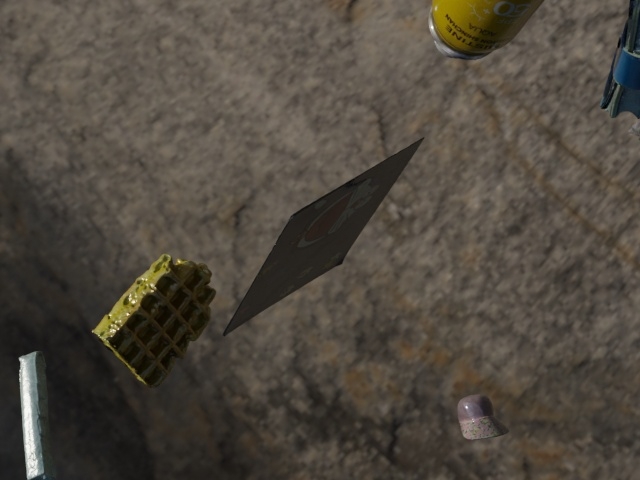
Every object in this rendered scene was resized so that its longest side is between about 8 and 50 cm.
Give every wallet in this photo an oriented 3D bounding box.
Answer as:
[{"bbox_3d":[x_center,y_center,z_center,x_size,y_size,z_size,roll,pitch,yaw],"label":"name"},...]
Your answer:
[{"bbox_3d":[0.348,-0.228,1.390,0.059,0.141,0.202,18,155,11],"label":"wallet"}]

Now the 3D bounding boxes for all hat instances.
[{"bbox_3d":[0.205,0.222,1.679,0.087,0.058,0.042,-127,29,-71],"label":"hat"}]

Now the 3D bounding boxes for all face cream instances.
[{"bbox_3d":[0.192,-0.280,1.326,0.105,0.105,0.349,46,156,3],"label":"face cream"}]

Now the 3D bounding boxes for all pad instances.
[{"bbox_3d":[0.000,0.000,1.258,0.006,0.170,0.245,50,147,12],"label":"pad"}]

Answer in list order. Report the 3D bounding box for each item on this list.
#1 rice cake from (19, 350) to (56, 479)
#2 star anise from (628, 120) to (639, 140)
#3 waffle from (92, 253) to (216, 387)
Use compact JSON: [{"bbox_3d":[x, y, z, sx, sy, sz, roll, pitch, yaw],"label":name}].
[{"bbox_3d":[-0.251,0.156,1.166,0.022,0.021,0.121,-20,63,18],"label":"rice cake"},{"bbox_3d":[0.446,-0.159,1.536,0.180,0.061,0.205,26,117,-1],"label":"star anise"},{"bbox_3d":[-0.252,0.121,2.149,0.055,0.211,0.160,27,159,41],"label":"waffle"}]
